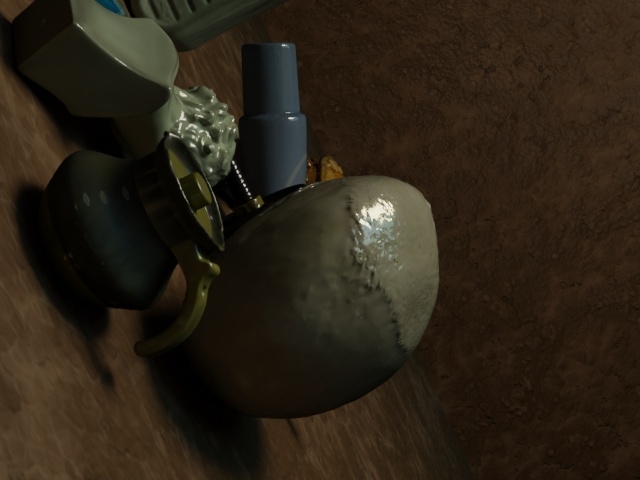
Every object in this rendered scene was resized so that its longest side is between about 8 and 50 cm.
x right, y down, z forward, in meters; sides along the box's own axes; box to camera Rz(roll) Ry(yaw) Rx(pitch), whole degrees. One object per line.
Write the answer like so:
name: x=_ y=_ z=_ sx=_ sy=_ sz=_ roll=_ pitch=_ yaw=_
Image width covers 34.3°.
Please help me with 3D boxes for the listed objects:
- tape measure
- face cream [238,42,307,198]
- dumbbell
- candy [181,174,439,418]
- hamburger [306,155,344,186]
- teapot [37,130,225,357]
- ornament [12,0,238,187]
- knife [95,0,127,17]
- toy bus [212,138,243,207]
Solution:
tape measure: x=-0.154 y=-0.390 z=1.427 sx=0.125 sy=0.243 sz=0.246 roll=27 pitch=39 yaw=-79
face cream: x=-0.056 y=-0.058 z=1.328 sx=0.135 sy=0.086 sz=0.386 roll=-48 pitch=136 yaw=-77
dumbbell: x=-0.042 y=0.042 z=1.186 sx=0.326 sy=0.143 sz=0.143 roll=64 pitch=7 yaw=-9
candy: x=0.004 y=0.057 z=0.972 sx=0.185 sy=0.295 sz=0.295 roll=51 pitch=5 yaw=10
hamburger: x=0.000 y=0.000 z=1.587 sx=0.245 sy=0.155 sz=0.282 roll=55 pitch=16 yaw=-39
teapot: x=-0.133 y=0.001 z=0.777 sx=0.130 sy=0.119 sz=0.166 roll=32 pitch=34 yaw=-75
ornament: x=-0.168 y=-0.131 z=0.971 sx=0.285 sy=0.120 sz=0.130 roll=47 pitch=21 yaw=-64
knife: x=-0.267 y=-0.278 z=1.129 sx=0.044 sy=0.026 sz=0.296 roll=63 pitch=10 yaw=9
toy bus: x=-0.112 y=-0.090 z=1.416 sx=0.172 sy=0.072 sz=0.058 roll=43 pitch=27 yaw=-69
